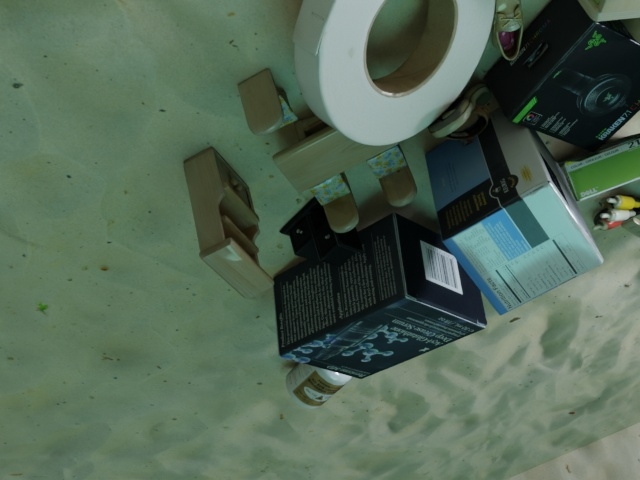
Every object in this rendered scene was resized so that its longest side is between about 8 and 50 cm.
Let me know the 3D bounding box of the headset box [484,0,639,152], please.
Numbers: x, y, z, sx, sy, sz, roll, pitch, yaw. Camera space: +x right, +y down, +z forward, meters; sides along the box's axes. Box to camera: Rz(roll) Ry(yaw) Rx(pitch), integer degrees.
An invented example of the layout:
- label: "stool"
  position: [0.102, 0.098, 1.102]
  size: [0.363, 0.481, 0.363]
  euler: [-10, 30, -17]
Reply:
- label: "headset box"
  position: [0.497, -0.328, 1.638]
  size: [0.283, 0.131, 0.246]
  euler: [14, 133, -34]

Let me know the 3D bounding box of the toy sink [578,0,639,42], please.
- label: "toy sink"
  position: [0.507, -0.467, 1.449]
  size: [0.131, 0.153, 0.234]
  euler: [-8, 143, -11]

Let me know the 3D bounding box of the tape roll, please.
- label: "tape roll"
  position: [0.128, -0.343, 1.391]
  size: [0.392, 0.072, 0.392]
  euler: [-25, 135, -28]

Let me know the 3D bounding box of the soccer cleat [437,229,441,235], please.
- label: "soccer cleat"
  position: [0.313, -0.039, 1.998]
  size: [0.076, 0.068, 0.196]
  euler: [29, 124, -25]

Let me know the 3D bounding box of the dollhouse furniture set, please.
- label: "dollhouse furniture set"
  position: [-0.038, -0.107, 1.608]
  size: [0.394, 0.257, 0.362]
  euler: [-26, 143, 12]

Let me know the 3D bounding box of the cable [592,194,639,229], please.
- label: "cable"
  position: [0.806, -0.072, 2.132]
  size: [0.287, 0.072, 0.139]
  euler: [-4, 140, -17]

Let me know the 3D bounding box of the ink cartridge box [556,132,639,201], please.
- label: "ink cartridge box"
  position: [0.626, -0.158, 1.824]
  size: [0.188, 0.097, 0.255]
  euler: [-21, -178, 5]

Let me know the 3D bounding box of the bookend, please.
- label: "bookend"
  position: [0.000, 0.000, 1.843]
  size: [0.072, 0.156, 0.157]
  euler: [19, 131, -38]

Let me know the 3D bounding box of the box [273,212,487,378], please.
- label: "box"
  position: [0.128, 0.143, 1.970]
  size: [0.293, 0.212, 0.395]
  euler: [22, 141, -41]

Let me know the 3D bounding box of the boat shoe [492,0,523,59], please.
- label: "boat shoe"
  position: [0.344, -0.401, 1.545]
  size: [0.063, 0.059, 0.170]
  euler: [-19, 143, 3]

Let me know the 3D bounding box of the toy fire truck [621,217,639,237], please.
- label: "toy fire truck"
  position: [0.889, -0.050, 2.082]
  size: [0.246, 0.158, 0.217]
  euler: [-23, 156, -33]

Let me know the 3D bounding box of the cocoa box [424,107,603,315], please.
- label: "cocoa box"
  position: [0.372, -0.071, 1.696]
  size: [0.228, 0.347, 0.231]
  euler: [-31, 118, 20]

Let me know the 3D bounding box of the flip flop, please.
- label: "flip flop"
  position: [0.276, -0.230, 1.613]
  size: [0.112, 0.277, 0.080]
  euler: [-39, 93, 24]

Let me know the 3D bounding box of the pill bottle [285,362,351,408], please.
- label: "pill bottle"
  position: [0.017, 0.350, 2.318]
  size: [0.131, 0.131, 0.229]
  euler: [14, 133, -35]
